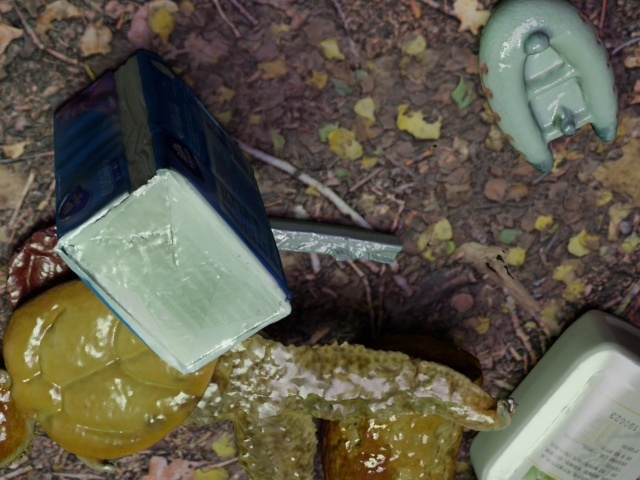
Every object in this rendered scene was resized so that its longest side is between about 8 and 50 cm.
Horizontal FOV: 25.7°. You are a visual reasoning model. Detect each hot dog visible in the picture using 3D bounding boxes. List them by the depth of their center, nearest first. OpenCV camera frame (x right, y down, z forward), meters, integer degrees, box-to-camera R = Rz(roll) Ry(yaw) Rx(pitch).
[{"bbox_3d":[0.090,0.217,1.623,0.175,0.114,0.259,2,122,-18],"label":"hot dog"}]

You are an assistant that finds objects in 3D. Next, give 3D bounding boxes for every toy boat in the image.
[{"bbox_3d":[0.237,-0.161,1.443,0.134,0.079,0.207,-23,124,6],"label":"toy boat"}]

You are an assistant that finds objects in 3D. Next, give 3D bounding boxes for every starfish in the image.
[{"bbox_3d":[-0.047,0.204,1.516,0.432,0.082,0.324,23,116,-10],"label":"starfish"}]

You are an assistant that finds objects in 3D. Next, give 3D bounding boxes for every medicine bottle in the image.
[{"bbox_3d":[0.291,0.247,1.674,0.179,0.124,0.324,27,111,-23],"label":"medicine bottle"}]

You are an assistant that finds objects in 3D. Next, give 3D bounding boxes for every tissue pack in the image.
[{"bbox_3d":[-0.148,-0.031,1.332,0.146,0.263,0.198,-33,122,10],"label":"tissue pack"}]

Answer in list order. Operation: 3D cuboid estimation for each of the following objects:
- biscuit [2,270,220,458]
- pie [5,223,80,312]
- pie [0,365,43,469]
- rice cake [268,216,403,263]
[{"bbox_3d":[-0.215,0.125,1.454,0.260,0.041,0.203,-23,97,21],"label":"biscuit"},{"bbox_3d":[-0.258,0.038,1.487,0.153,0.038,0.153,-4,121,-6],"label":"pie"},{"bbox_3d":[-0.399,0.194,1.531,0.193,0.079,0.163,-15,119,-3],"label":"pie"},{"bbox_3d":[0.000,0.000,1.512,0.180,0.042,0.030,7,122,-14],"label":"rice cake"}]
